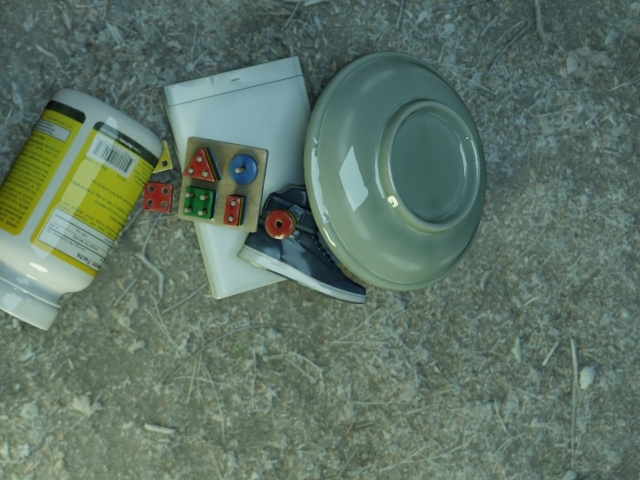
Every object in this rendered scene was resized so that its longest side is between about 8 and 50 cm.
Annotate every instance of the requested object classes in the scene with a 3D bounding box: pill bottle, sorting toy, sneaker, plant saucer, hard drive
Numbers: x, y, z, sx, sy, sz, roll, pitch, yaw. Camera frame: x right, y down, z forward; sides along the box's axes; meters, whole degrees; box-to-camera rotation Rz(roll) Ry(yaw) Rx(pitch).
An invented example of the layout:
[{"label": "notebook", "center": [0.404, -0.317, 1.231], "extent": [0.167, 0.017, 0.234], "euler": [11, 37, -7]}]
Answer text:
[{"label": "pill bottle", "center": [-0.390, -0.044, 1.786], "extent": [0.188, 0.188, 0.334], "euler": [30, 83, -18]}, {"label": "sorting toy", "center": [-0.167, -0.088, 1.862], "extent": [0.274, 0.046, 0.132], "euler": [11, 99, 14]}, {"label": "sneaker", "center": [0.000, 0.000, 1.926], "extent": [0.226, 0.086, 0.163], "euler": [26, 87, -17]}, {"label": "plant saucer", "center": [0.155, -0.117, 1.949], "extent": [0.400, 0.100, 0.400], "euler": [3, 85, -39]}, {"label": "hard drive", "center": [-0.107, -0.105, 1.955], "extent": [0.233, 0.047, 0.353], "euler": [-16, 98, -18]}]
